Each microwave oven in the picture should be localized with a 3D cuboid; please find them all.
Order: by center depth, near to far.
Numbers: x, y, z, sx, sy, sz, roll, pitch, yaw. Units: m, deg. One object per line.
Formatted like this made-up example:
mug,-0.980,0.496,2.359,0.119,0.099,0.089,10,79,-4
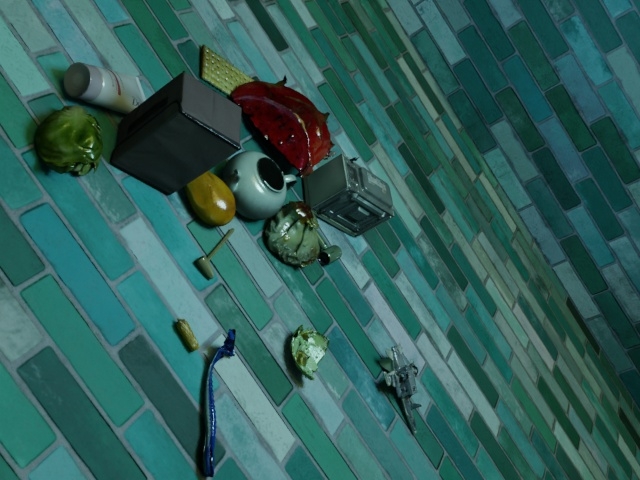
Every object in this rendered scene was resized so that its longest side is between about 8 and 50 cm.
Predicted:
microwave oven,0.095,-0.135,2.287,0.241,0.194,0.145,29,46,-43

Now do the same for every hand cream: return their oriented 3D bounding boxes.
hand cream,-0.493,-0.355,1.765,0.248,0.083,0.133,-2,70,-65

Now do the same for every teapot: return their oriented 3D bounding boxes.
teapot,-0.170,-0.153,1.991,0.294,0.130,0.193,-4,69,-55

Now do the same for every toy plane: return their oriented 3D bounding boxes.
toy plane,0.254,0.434,2.166,0.192,0.088,0.261,-8,73,-57

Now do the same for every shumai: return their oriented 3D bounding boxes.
shumai,-0.049,-0.026,2.052,0.184,0.142,0.184,31,43,-33

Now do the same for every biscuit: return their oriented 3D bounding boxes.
biscuit,-0.267,-0.479,2.209,0.231,0.016,0.139,28,46,-41

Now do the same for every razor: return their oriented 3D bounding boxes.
razor,-0.232,0.353,1.608,0.056,0.093,0.324,8,54,-4

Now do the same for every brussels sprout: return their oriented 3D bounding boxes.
brussels sprout,-0.535,-0.219,1.584,0.139,0.100,0.180,11,66,-27

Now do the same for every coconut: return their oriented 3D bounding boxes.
coconut,-0.036,0.285,1.913,0.133,0.055,0.158,57,31,-3

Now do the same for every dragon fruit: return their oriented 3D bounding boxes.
dragon fruit,-0.079,-0.379,2.220,0.343,0.100,0.282,46,41,0

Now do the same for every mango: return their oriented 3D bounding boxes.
mango,-0.279,-0.111,1.857,0.115,0.089,0.165,-27,85,-48

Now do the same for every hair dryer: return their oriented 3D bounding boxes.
hair dryer,0.000,0.000,2.194,0.150,0.047,0.071,57,33,5

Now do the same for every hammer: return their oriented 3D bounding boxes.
hammer,-0.249,0.026,1.848,0.060,0.028,0.195,57,31,-16

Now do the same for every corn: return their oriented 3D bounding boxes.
corn,-0.296,0.208,1.642,0.027,0.028,0.083,-30,91,-36

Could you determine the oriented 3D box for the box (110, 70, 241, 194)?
box,-0.333,-0.249,1.727,0.188,0.252,0.153,31,42,-37
